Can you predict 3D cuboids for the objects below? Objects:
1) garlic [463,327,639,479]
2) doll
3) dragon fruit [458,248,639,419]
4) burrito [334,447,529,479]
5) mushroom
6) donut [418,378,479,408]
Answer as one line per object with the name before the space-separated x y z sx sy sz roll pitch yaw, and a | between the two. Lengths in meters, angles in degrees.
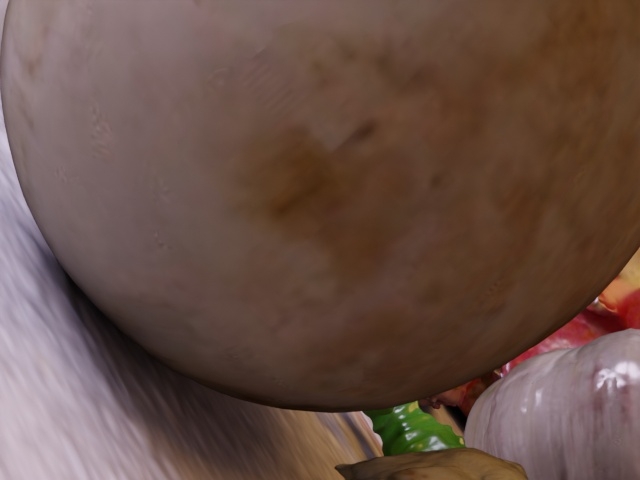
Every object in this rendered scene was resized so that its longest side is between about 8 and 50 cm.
garlic | 0.180 0.167 0.827 0.218 0.218 0.212 40 48 -58
doll | 0.058 0.117 0.703 0.190 0.050 0.115 55 1 34
dragon fruit | 0.197 0.042 1.223 0.386 0.249 0.371 37 22 -56
burrito | 0.064 0.153 0.513 0.275 0.082 0.059 -109 -170 -61
mushroom | -0.008 -0.094 0.561 0.290 0.297 0.297 24 -11 35
donut | 0.068 0.056 0.991 0.117 0.065 0.166 50 9 -13
